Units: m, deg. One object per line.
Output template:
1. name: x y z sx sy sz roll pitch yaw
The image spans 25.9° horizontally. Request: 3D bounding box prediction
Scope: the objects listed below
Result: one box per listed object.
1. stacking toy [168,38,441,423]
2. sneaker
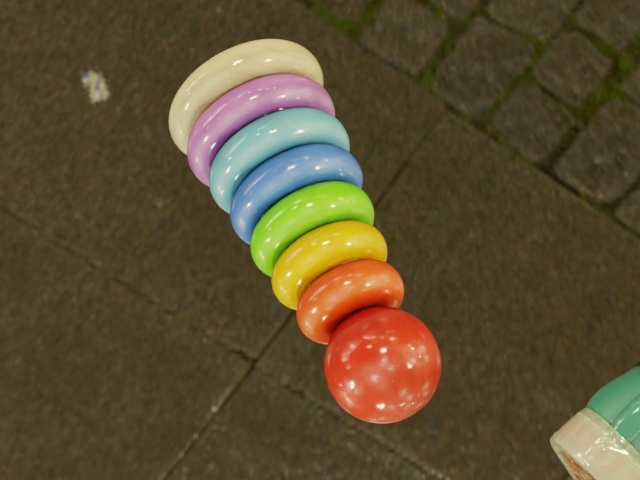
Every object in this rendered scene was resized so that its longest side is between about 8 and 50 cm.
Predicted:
1. stacking toy: 0.000 0.000 1.119 0.141 0.330 0.141 -22 154 -12
2. sneaker: 0.242 0.152 0.949 0.121 0.302 0.108 -43 65 -2
